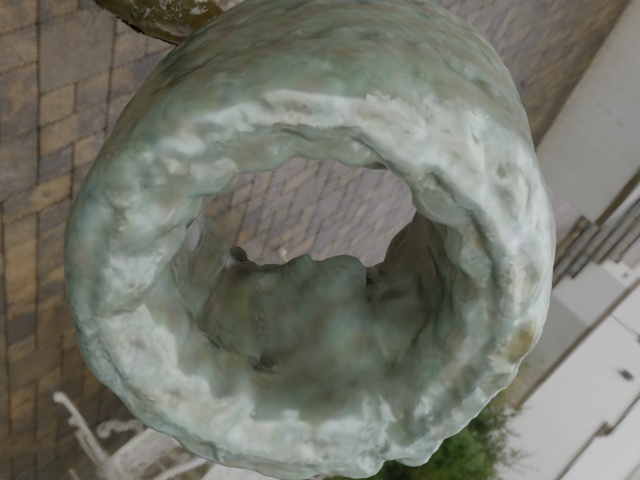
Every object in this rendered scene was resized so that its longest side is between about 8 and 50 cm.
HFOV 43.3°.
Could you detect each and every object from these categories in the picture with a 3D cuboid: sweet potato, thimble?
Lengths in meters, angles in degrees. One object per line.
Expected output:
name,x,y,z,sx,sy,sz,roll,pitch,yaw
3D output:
sweet potato,-0.099,-0.213,0.712,0.310,0.124,0.098,13,106,-36
thimble,0.000,0.000,0.505,0.291,0.291,0.195,-56,-164,28
